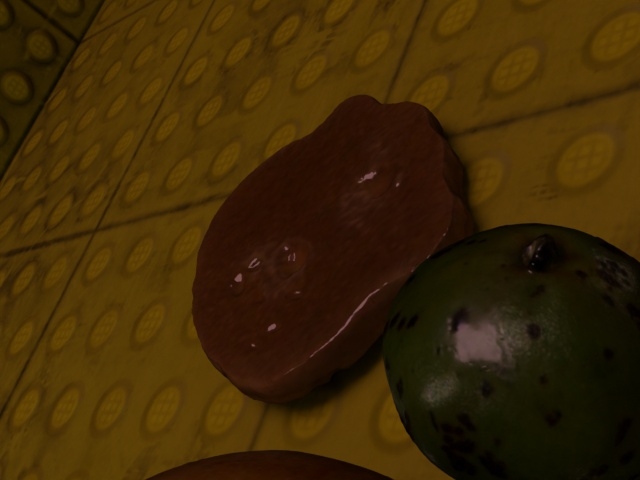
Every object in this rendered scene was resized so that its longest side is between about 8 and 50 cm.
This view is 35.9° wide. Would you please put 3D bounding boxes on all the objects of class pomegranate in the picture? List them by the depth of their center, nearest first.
[{"bbox_3d":[0.145,0.104,0.707,0.211,0.211,0.263,-104,14,-53],"label":"pomegranate"}]

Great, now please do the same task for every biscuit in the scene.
[{"bbox_3d":[0.002,0.001,1.101,0.365,0.062,0.385,-40,33,14],"label":"biscuit"}]

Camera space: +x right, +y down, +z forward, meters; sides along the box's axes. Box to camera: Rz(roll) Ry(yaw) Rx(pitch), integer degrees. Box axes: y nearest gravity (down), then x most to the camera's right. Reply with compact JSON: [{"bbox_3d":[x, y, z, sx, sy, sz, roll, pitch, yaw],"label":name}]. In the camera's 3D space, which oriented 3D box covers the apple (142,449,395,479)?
[{"bbox_3d":[-0.038,0.308,0.545,0.400,0.333,0.400,-30,27,17],"label":"apple"}]
